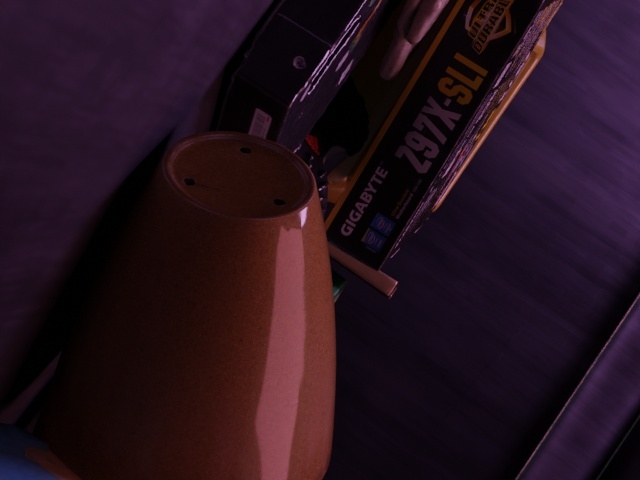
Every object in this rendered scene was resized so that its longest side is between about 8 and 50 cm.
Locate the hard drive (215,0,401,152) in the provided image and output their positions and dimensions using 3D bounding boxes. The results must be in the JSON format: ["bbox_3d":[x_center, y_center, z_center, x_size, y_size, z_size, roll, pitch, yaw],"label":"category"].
[{"bbox_3d":[0.022,-0.210,1.669,0.339,0.064,0.237,-55,176,-20],"label":"hard drive"}]

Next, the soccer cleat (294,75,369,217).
[{"bbox_3d":[-0.038,-0.083,1.879,0.116,0.109,0.318,-25,-157,27],"label":"soccer cleat"}]

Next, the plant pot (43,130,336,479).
[{"bbox_3d":[-0.084,0.053,1.492,0.237,0.237,0.254,-53,161,-52],"label":"plant pot"}]

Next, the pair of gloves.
[{"bbox_3d":[0.134,-0.277,1.781,0.240,0.042,0.204,-54,179,-22],"label":"pair of gloves"}]

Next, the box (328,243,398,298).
[{"bbox_3d":[0.000,0.000,2.135,0.021,0.201,0.164,-55,177,-1],"label":"box"}]

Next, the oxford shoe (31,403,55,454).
[{"bbox_3d":[-0.206,0.233,1.610,0.097,0.098,0.271,-28,-148,42],"label":"oxford shoe"}]

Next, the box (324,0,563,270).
[{"bbox_3d":[0.133,-0.142,1.927,0.322,0.079,0.257,-59,176,19],"label":"box"}]

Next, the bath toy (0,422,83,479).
[{"bbox_3d":[-0.303,0.311,1.457,0.151,0.129,0.348,22,102,-42],"label":"bath toy"}]

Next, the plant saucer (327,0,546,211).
[{"bbox_3d":[0.114,-0.160,2.143,0.333,0.081,0.333,-56,152,13],"label":"plant saucer"}]

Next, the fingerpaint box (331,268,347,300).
[{"bbox_3d":[-0.162,0.195,1.951,0.371,0.163,0.445,-58,176,14],"label":"fingerpaint box"}]
